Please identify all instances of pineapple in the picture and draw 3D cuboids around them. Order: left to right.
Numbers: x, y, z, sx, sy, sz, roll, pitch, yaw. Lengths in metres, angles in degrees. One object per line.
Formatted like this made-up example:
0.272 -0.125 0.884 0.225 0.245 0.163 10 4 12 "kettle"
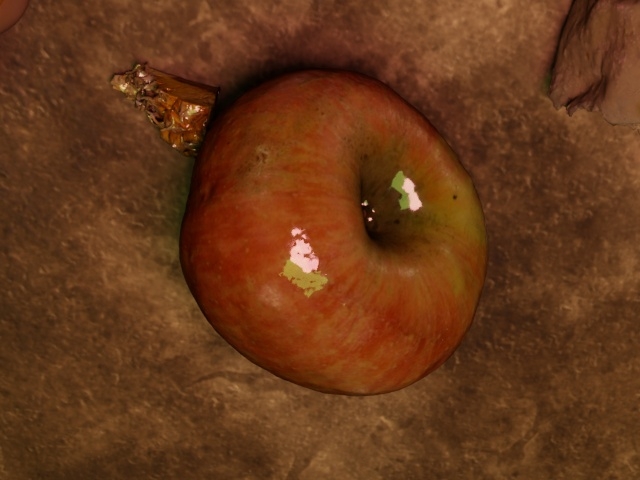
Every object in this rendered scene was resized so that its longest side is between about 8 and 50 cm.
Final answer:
-0.141 -0.133 1.148 0.114 0.114 0.077 32 78 -4 "pineapple"

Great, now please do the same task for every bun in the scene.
0.365 -0.154 1.084 0.281 0.205 0.282 -3 120 -5 "bun"

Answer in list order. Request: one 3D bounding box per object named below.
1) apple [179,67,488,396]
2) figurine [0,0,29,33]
0.000 0.000 1.118 0.250 0.277 0.309 -13 112 51 "apple"
-0.367 -0.269 0.923 0.400 0.268 0.387 10 107 -23 "figurine"
